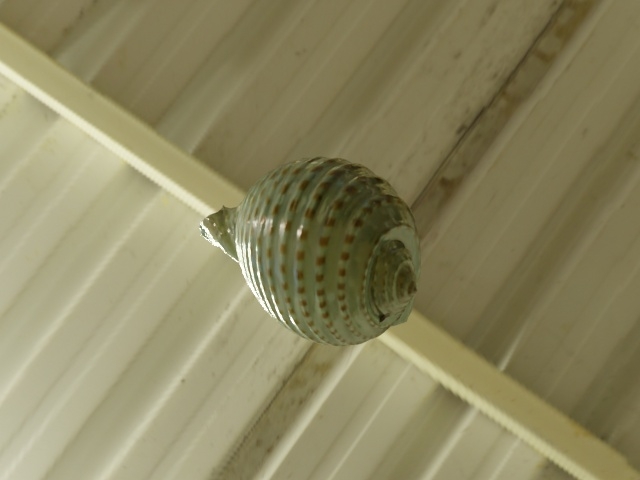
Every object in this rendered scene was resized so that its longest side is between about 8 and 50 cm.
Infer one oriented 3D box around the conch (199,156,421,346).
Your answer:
[{"bbox_3d":[0.002,-0.003,0.411,0.085,0.076,0.057,41,-60,25],"label":"conch"}]
